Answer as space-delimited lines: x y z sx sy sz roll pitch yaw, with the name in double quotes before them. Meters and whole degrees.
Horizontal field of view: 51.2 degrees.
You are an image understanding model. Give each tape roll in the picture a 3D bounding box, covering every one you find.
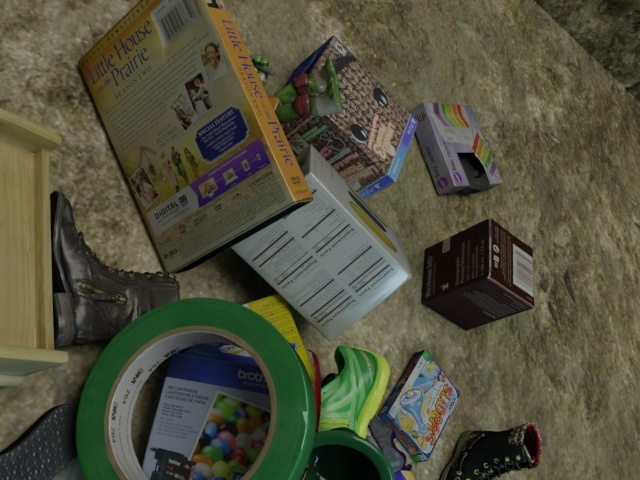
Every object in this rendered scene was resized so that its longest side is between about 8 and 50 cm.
"tape roll" -0.168 0.242 0.918 0.077 0.322 0.321 69 14 -67

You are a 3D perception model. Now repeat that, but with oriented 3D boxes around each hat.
"hat" 0.026 0.318 1.025 0.173 0.208 0.183 17 14 -1

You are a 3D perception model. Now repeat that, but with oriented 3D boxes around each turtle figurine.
"turtle figurine" -0.106 -0.292 1.263 0.198 0.267 0.274 -60 134 -76

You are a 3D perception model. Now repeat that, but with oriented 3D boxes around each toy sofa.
"toy sofa" -0.461 0.011 0.903 0.150 0.177 0.362 24 51 -57

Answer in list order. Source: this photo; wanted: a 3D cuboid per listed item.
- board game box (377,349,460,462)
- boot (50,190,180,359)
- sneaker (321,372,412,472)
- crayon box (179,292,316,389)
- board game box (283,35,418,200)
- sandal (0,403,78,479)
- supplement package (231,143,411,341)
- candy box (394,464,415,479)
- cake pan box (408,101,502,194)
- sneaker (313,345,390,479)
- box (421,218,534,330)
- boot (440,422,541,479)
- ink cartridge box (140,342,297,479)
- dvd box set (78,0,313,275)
"board game box" 0.214 0.348 1.418 0.136 0.035 0.201 52 44 -9
"boot" -0.326 0.060 1.046 0.229 0.091 0.262 6 69 -47
"sneaker" 0.078 0.338 1.222 0.098 0.083 0.223 10 33 -36
"crayon box" -0.101 0.265 1.137 0.202 0.081 0.318 -13 78 -45
"board game box" 0.053 -0.268 1.513 0.291 0.141 0.232 41 47 -20
"sandal" -0.405 0.309 0.862 0.254 0.055 0.097 -33 100 -56
"supplement package" 0.000 0.000 1.235 0.262 0.198 0.199 45 15 -16
"candy box" 0.085 0.554 1.085 0.317 0.122 0.268 -9 58 -47
"cake pan box" 0.378 -0.252 1.862 0.246 0.070 0.266 -7 74 -42
"sneaker" 0.015 0.307 1.104 0.124 0.109 0.295 26 58 -1
"box" 0.373 0.085 1.581 0.167 0.203 0.168 31 51 -28
"boot" 0.348 0.475 1.371 0.085 0.179 0.236 49 44 -13
"ink cartridge box" -0.151 0.282 0.977 0.186 0.065 0.310 8 68 9
"dvd box set" -0.220 -0.188 1.101 0.062 0.308 0.420 -16 80 -57
